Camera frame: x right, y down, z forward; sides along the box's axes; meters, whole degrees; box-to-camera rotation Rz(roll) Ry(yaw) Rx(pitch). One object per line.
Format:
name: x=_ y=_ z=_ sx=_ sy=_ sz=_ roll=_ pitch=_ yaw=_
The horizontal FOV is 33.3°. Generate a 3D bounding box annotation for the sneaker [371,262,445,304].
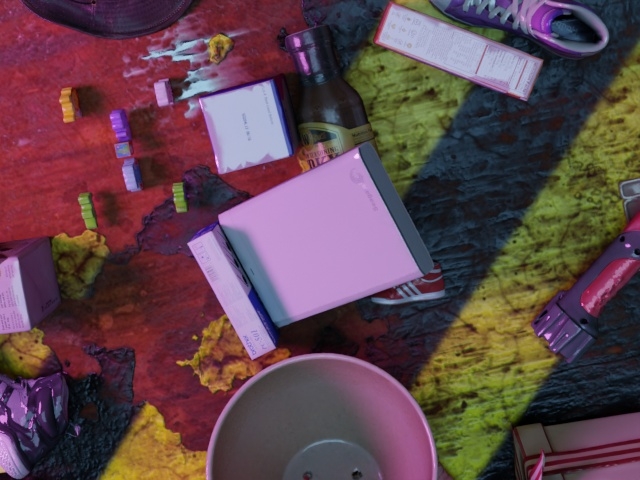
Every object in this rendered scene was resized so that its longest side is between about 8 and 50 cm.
sneaker: x=0.136 y=0.063 z=1.682 sx=0.118 sy=0.042 sz=0.067 roll=-8 pitch=105 yaw=-4

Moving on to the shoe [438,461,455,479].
shoe: x=0.148 y=0.440 z=1.747 sx=0.178 sy=0.063 sz=0.081 roll=-37 pitch=96 yaw=3

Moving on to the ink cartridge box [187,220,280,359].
ink cartridge box: x=-0.133 y=0.076 z=1.666 sx=0.046 sy=0.097 sz=0.207 roll=-27 pitch=98 yaw=7

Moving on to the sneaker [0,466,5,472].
sneaker: x=-0.587 y=0.331 z=1.730 sx=0.208 sy=0.094 sz=0.081 roll=20 pitch=99 yaw=-4

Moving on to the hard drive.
hard drive: x=0.000 y=0.000 z=1.588 sx=0.307 sy=0.040 sz=0.203 roll=-23 pitch=98 yaw=42

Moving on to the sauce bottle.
sauce bottle: x=0.026 y=-0.149 z=1.613 sx=0.111 sy=0.111 sz=0.344 roll=-17 pitch=96 yaw=5

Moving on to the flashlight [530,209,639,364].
flashlight: x=0.460 y=0.057 z=1.633 sx=0.103 sy=0.103 sz=0.304 roll=37 pitch=103 yaw=-4

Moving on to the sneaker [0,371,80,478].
sneaker: x=-0.493 y=0.233 z=1.712 sx=0.153 sy=0.101 sz=0.269 roll=-31 pitch=81 yaw=-13

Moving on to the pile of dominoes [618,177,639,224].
pile of dominoes: x=0.607 y=-0.027 z=1.666 sx=0.251 sy=0.040 sz=0.196 roll=-12 pitch=101 yaw=12

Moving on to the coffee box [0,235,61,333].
coffee box: x=-0.574 y=0.081 z=1.645 sx=0.297 sy=0.168 sz=0.119 roll=-8 pitch=100 yaw=3

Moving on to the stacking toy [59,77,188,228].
stacking toy: x=-0.300 y=-0.137 z=1.657 sx=0.167 sy=0.052 sz=0.221 roll=-8 pitch=102 yaw=5

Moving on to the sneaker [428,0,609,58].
sneaker: x=0.286 y=-0.341 z=1.542 sx=0.282 sy=0.161 sz=0.102 roll=18 pitch=102 yaw=0

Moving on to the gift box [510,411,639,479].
gift box: x=0.413 y=0.401 z=1.637 sx=0.258 sy=0.255 sz=0.276 roll=-10 pitch=106 yaw=2

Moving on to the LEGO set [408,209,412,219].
LEGO set: x=0.123 y=-0.029 z=1.674 sx=0.054 sy=0.023 sz=0.083 roll=-40 pitch=97 yaw=8

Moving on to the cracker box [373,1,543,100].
cracker box: x=0.196 y=-0.276 z=1.559 sx=0.232 sy=0.156 sz=0.067 roll=21 pitch=100 yaw=-3

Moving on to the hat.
hat: x=-0.329 y=-0.448 z=1.555 sx=0.331 sy=0.134 sz=0.331 roll=0 pitch=100 yaw=2

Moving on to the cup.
cup: x=0.012 y=0.362 z=1.620 sx=0.331 sy=0.237 sz=0.331 roll=-2 pitch=68 yaw=5

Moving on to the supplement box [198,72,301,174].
supplement box: x=-0.097 y=-0.174 z=1.555 sx=0.114 sy=0.220 sz=0.111 roll=-14 pitch=100 yaw=6
